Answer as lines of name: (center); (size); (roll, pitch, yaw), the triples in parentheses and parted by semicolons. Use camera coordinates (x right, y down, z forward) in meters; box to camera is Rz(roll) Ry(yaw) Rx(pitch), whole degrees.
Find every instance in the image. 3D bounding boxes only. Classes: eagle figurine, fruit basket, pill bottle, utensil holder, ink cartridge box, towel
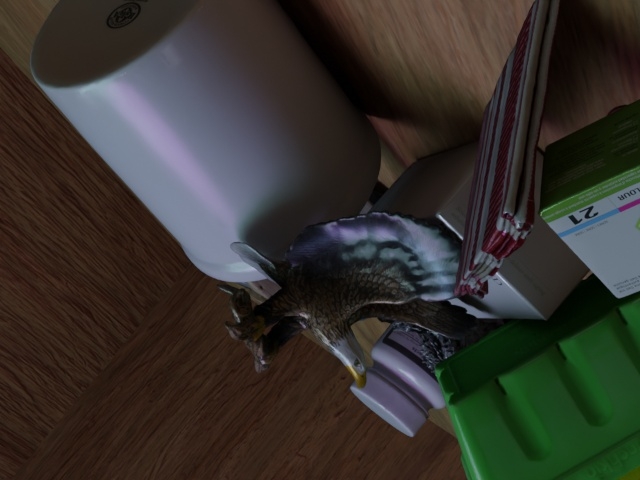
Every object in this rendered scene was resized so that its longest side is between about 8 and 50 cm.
eagle figurine: (0.038, 0.073, 1.514); (0.226, 0.298, 0.225); (-116, 2, -72)
fruit basket: (0.359, 0.248, 1.499); (0.392, 0.392, 0.283); (41, -172, -9)
pill bottle: (0.190, 0.183, 2.055); (0.161, 0.283, 0.161); (37, 169, 9)
utensil holder: (-0.150, -0.181, 1.618); (0.327, 0.327, 0.385); (26, 162, 48)
ink cartridge box: (0.345, -0.012, 1.075); (0.189, 0.097, 0.255); (-27, 121, 35)
towel: (0.188, -0.085, 1.210); (0.037, 0.237, 0.329); (10, 166, 1)

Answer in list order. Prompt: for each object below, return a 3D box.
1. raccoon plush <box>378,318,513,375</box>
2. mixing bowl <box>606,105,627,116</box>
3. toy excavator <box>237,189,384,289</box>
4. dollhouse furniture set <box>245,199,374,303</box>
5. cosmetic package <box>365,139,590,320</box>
raccoon plush: (0.239, 0.184, 1.927); (0.446, 0.216, 0.299); (35, 151, 26)
mixing bowl: (0.335, -0.039, 1.215); (0.181, 0.098, 0.181); (38, 169, 9)
toy excavator: (0.047, 0.046, 2.180); (0.433, 0.222, 0.445); (21, 173, 3)
dollhouse furniture set: (-0.066, -0.052, 1.902); (0.174, 0.303, 0.355); (46, 167, -36)
cosmetic package: (0.203, -0.012, 1.593); (0.197, 0.155, 0.365); (44, 169, -8)
